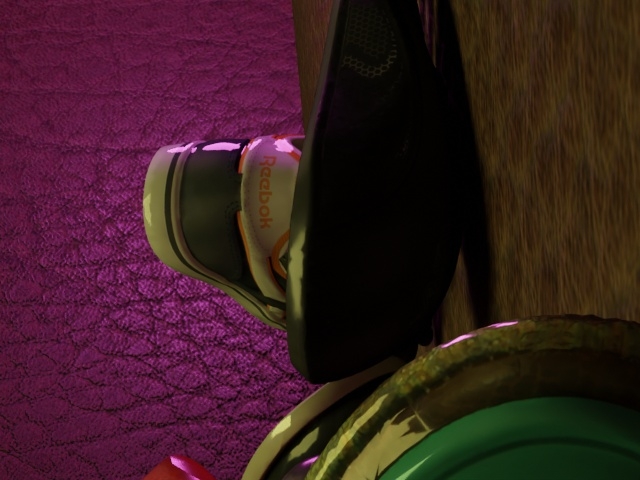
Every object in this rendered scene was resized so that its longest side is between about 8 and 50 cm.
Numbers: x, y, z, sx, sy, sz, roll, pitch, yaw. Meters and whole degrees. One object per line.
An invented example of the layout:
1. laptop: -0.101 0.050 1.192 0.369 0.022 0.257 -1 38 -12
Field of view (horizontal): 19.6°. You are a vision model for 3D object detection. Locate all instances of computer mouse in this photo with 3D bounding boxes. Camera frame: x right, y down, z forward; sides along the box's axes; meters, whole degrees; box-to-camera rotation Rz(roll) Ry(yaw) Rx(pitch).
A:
1. computer mouse: 0.036 -0.054 0.883 0.188 0.072 0.272 85 -169 -54

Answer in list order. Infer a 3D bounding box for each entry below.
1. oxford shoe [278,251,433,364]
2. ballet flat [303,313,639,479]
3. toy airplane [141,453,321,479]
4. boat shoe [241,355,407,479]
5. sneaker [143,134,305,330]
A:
1. oxford shoe: 0.037 0.027 1.050 0.096 0.083 0.227 63 175 2
2. ballet flat: 0.049 0.153 0.426 0.123 0.123 0.348 -99 5 -64
3. toy airplane: -0.044 0.322 0.907 0.384 0.272 0.386 65 158 12
4. boat shoe: 0.025 0.188 1.078 0.113 0.127 0.340 53 153 25
5. sneaker: 0.000 0.000 1.352 0.321 0.127 0.126 17 -108 -66
